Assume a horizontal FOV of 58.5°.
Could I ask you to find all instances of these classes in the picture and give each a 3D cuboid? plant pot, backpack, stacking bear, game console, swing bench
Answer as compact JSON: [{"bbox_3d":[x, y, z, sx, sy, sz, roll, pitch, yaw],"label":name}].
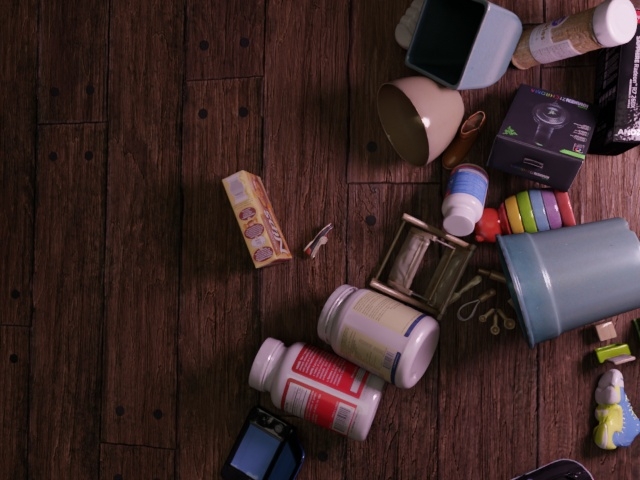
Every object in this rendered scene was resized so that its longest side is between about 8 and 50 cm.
[{"bbox_3d":[0.700,0.098,1.594,0.335,0.341,0.340,-17,85,14],"label":"plant pot"},{"bbox_3d":[0.700,0.778,1.685,0.254,0.225,0.191,-32,105,6],"label":"backpack"},{"bbox_3d":[0.613,-0.069,1.754,0.289,0.164,0.175,-15,62,22],"label":"stacking bear"},{"bbox_3d":[0.454,-0.602,1.723,0.247,0.253,0.247,44,128,41],"label":"plant pot"},{"bbox_3d":[-0.200,0.751,1.907,0.250,0.173,0.293,27,94,11],"label":"game console"},{"bbox_3d":[0.323,0.080,1.814,0.255,0.165,0.253,26,94,6],"label":"swing bench"},{"bbox_3d":[0.332,-0.396,1.782,0.191,0.284,0.284,-29,82,-11],"label":"plant pot"}]

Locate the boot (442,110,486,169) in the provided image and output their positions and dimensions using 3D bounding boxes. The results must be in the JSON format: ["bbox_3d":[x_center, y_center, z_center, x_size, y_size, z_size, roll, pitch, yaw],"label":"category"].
[{"bbox_3d":[0.447,-0.317,1.795,0.073,0.152,0.197,35,96,11],"label":"boot"}]

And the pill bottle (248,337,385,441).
[{"bbox_3d":[-0.012,0.466,1.842,0.408,0.229,0.228,20,93,12],"label":"pill bottle"}]

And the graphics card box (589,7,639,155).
[{"bbox_3d":[0.873,-0.446,1.662,0.094,0.233,0.370,6,89,9],"label":"graphics card box"}]

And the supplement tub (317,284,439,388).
[{"bbox_3d":[0.178,0.289,1.778,0.325,0.235,0.235,24,94,28],"label":"supplement tub"}]

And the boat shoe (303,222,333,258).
[{"bbox_3d":[0.000,0.000,1.942,0.043,0.049,0.137,43,100,7],"label":"boat shoe"}]

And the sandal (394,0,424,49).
[{"bbox_3d":[0.405,-0.772,1.845,0.416,0.102,0.169,-41,65,3],"label":"sandal"}]

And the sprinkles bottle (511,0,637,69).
[{"bbox_3d":[0.712,-0.587,1.647,0.121,0.355,0.121,-2,94,-27],"label":"sprinkles bottle"}]

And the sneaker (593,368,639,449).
[{"bbox_3d":[0.902,0.512,1.724,0.126,0.091,0.239,11,91,-6],"label":"sneaker"}]

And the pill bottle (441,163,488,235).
[{"bbox_3d":[0.441,-0.123,1.753,0.125,0.124,0.221,13,50,13],"label":"pill bottle"}]

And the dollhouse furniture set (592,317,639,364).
[{"bbox_3d":[0.875,0.195,1.678,0.198,0.151,0.301,-17,85,4],"label":"dollhouse furniture set"}]

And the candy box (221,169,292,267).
[{"bbox_3d":[-0.210,-0.068,1.920,0.088,0.183,0.316,-22,84,12],"label":"candy box"}]

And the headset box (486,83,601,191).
[{"bbox_3d":[0.653,-0.300,1.682,0.247,0.131,0.283,23,56,16],"label":"headset box"}]

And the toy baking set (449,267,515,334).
[{"bbox_3d":[0.537,0.188,1.826,0.256,0.030,0.196,24,95,12],"label":"toy baking set"}]

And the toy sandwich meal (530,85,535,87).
[{"bbox_3d":[0.667,-0.452,1.812,0.086,0.029,0.085,0,89,13],"label":"toy sandwich meal"}]
